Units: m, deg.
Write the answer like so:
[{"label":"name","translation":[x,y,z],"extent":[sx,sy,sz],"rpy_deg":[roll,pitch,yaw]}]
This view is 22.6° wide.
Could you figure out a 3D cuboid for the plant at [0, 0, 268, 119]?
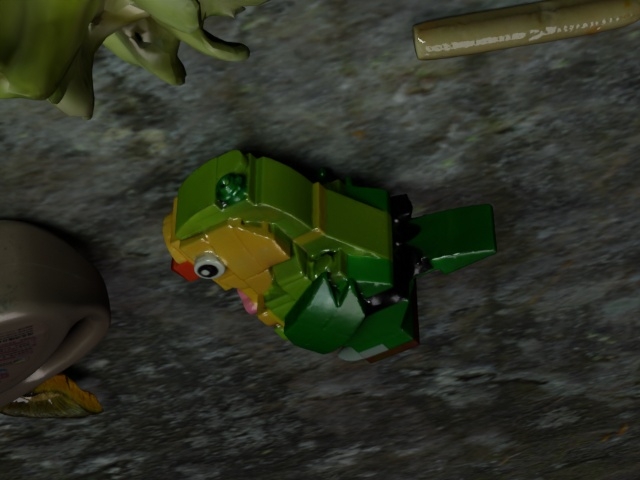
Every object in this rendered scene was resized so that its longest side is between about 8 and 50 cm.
[{"label":"plant","translation":[-0.107,-0.163,0.428],"extent":[0.297,0.261,0.306],"rpy_deg":[-22,143,22]}]

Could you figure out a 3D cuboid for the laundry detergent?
[{"label":"laundry detergent","translation":[-0.225,0.069,1.066],"extent":[0.171,0.076,0.237],"rpy_deg":[-8,155,-10]}]

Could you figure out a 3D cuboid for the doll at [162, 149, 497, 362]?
[{"label":"doll","translation":[-0.004,0.005,1.000],"extent":[0.186,0.106,0.134],"rpy_deg":[18,139,-20]}]

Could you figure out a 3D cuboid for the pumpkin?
[{"label":"pumpkin","translation":[-0.221,0.114,1.216],"extent":[0.073,0.035,0.101],"rpy_deg":[-10,161,23]}]

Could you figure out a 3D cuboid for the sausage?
[{"label":"sausage","translation":[0.117,-0.120,0.891],"extent":[0.132,0.024,0.024],"rpy_deg":[-10,155,-4]}]
